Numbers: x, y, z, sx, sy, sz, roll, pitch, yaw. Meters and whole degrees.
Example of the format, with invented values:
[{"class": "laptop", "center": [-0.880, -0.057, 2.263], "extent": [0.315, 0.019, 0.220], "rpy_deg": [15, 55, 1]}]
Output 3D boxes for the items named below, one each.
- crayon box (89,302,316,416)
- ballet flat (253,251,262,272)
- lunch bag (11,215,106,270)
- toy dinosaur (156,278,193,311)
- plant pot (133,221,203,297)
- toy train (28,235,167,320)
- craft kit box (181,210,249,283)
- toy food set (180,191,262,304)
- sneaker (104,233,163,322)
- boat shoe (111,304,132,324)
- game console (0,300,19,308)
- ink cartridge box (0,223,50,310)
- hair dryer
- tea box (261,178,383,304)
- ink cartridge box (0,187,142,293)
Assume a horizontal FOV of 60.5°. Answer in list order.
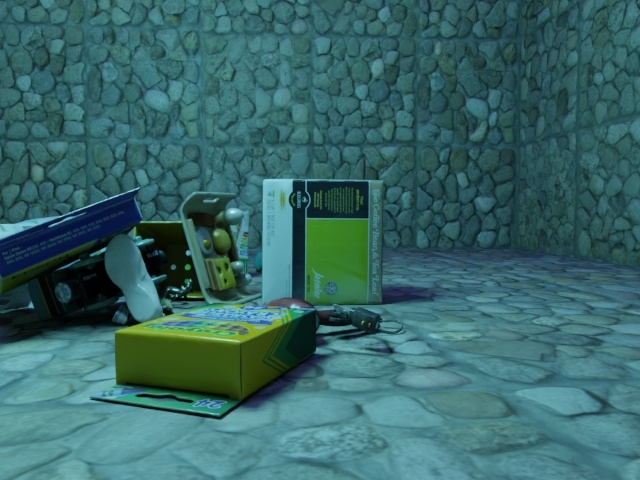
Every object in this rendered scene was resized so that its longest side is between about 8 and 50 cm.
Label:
[{"class": "crayon box", "center": [-0.155, 0.160, 0.831], "extent": [0.203, 0.083, 0.323], "rpy_deg": [1, 4, 20]}, {"class": "ballet flat", "center": [-0.199, 0.098, 2.171], "extent": [0.087, 0.083, 0.247], "rpy_deg": [25, -5, -20]}, {"class": "lunch bag", "center": [-0.847, 0.037, 1.722], "extent": [0.385, 0.239, 0.328], "rpy_deg": [6, 2, -22]}, {"class": "toy dinosaur", "center": [-0.388, 0.141, 1.396], "extent": [0.118, 0.064, 0.268], "rpy_deg": [-19, 13, -31]}, {"class": "plant pot", "center": [-0.409, 0.067, 1.597], "extent": [0.212, 0.212, 0.187], "rpy_deg": [0, -9, 2]}, {"class": "toy train", "center": [-0.518, 0.089, 1.311], "extent": [0.190, 0.142, 0.334], "rpy_deg": [-16, 6, 24]}, {"class": "craft kit box", "center": [-0.365, 0.018, 1.915], "extent": [0.246, 0.250, 0.061], "rpy_deg": [-3, 6, -39]}, {"class": "toy food set", "center": [-0.250, 0.022, 1.478], "extent": [0.092, 0.306, 0.219], "rpy_deg": [-17, -2, 19]}, {"class": "sneaker", "center": [-0.409, 0.089, 1.221], "extent": [0.080, 0.212, 0.094], "rpy_deg": [-25, -13, 1]}, {"class": "boat shoe", "center": [-0.434, 0.167, 1.213], "extent": [0.035, 0.035, 0.100], "rpy_deg": [27, -8, -13]}, {"class": "game console", "center": [-0.826, 0.163, 1.418], "extent": [0.122, 0.071, 0.107], "rpy_deg": [0, -27, -13]}, {"class": "ink cartridge box", "center": [-0.750, 0.066, 1.283], "extent": [0.066, 0.232, 0.189], "rpy_deg": [47, 26, 24]}, {"class": "hair dryer", "center": [0.002, 0.166, 1.090], "extent": [0.293, 0.080, 0.223], "rpy_deg": [7, -10, 20]}, {"class": "tea box", "center": [0.000, 0.000, 1.520], "extent": [0.323, 0.329, 0.220], "rpy_deg": [1, 3, -4]}, {"class": "ink cartridge box", "center": [-0.549, 0.005, 1.192], "extent": [0.303, 0.072, 0.307], "rpy_deg": [-28, 5, -32]}]
